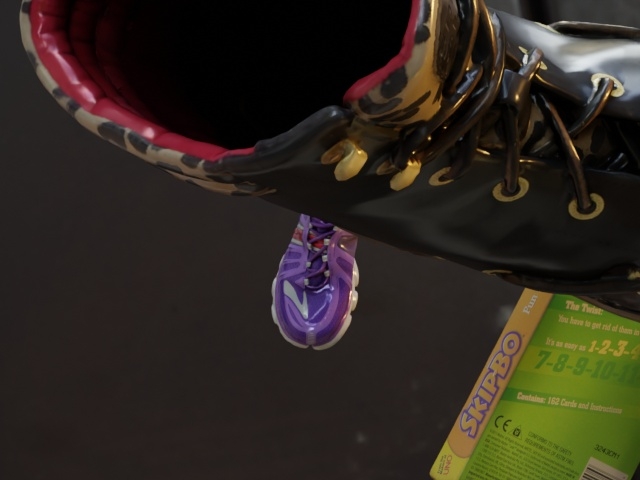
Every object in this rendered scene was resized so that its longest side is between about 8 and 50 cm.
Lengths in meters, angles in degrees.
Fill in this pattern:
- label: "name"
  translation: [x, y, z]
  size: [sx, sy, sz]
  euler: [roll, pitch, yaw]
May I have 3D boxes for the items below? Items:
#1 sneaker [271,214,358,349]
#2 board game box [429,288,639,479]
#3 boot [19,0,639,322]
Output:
- label: "sneaker"
  translation: [0.000, 0.000, 1.202]
  size: [0.071, 0.068, 0.170]
  euler: [77, 22, -74]
- label: "board game box"
  translation: [0.174, 0.050, 0.923]
  size: [0.124, 0.259, 0.039]
  euler: [28, 1, -32]
- label: "boot"
  translation: [0.089, -0.051, 0.644]
  size: [0.284, 0.377, 0.138]
  euler: [19, 85, -59]
